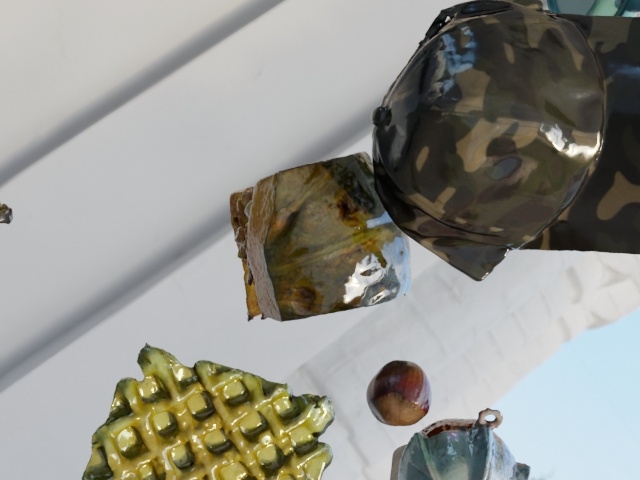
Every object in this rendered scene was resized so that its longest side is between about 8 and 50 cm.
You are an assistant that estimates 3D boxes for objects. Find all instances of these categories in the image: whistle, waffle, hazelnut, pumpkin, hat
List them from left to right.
[{"bbox_3d":[-0.096,0.213,0.673,0.223,0.204,0.054,20,-13,-18],"label":"waffle"},{"bbox_3d":[0.000,0.000,1.119,0.303,0.256,0.225,180,-103,-68],"label":"pumpkin"},{"bbox_3d":[0.092,0.179,0.904,0.086,0.086,0.086,52,-10,13],"label":"hazelnut"},{"bbox_3d":[0.146,0.342,0.948,0.134,0.142,0.346,57,-47,53],"label":"whistle"},{"bbox_3d":[0.269,-0.123,0.852,0.381,0.257,0.366,6,-85,51],"label":"hat"}]

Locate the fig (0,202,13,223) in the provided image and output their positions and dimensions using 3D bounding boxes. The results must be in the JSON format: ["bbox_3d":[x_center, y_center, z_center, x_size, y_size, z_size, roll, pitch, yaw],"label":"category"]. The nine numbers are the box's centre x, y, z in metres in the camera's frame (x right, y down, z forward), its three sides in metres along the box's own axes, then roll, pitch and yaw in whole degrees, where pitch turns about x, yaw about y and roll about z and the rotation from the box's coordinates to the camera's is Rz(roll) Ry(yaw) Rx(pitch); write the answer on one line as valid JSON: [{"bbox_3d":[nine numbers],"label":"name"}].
[{"bbox_3d":[-0.426,-0.081,0.794,0.203,0.203,0.235,41,-19,52],"label":"fig"}]

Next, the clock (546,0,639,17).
[{"bbox_3d":[0.467,-0.459,1.310,0.223,0.094,0.274,114,-28,-56],"label":"clock"}]

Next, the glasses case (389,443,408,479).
[{"bbox_3d":[0.177,0.475,1.376,0.299,0.114,0.060,-70,146,-66],"label":"glasses case"}]
